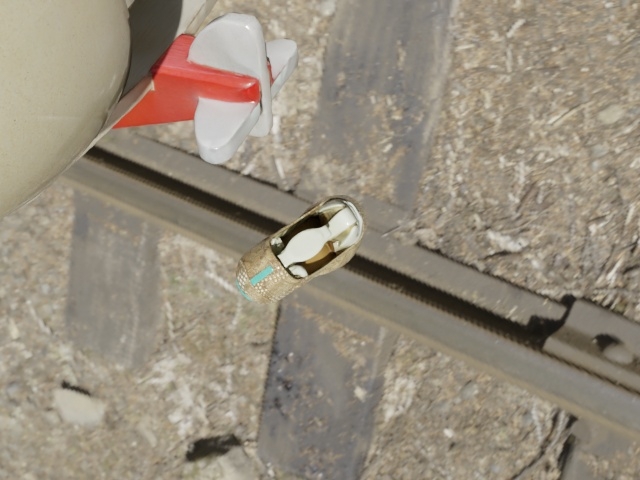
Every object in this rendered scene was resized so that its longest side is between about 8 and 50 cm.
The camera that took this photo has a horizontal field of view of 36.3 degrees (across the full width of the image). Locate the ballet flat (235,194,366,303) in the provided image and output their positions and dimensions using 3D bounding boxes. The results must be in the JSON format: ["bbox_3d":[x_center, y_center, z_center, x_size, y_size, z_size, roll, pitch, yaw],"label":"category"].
[{"bbox_3d":[0.000,0.000,0.977,0.073,0.206,0.067,52,134,-2],"label":"ballet flat"}]

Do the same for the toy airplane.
[{"bbox_3d":[-0.223,-0.213,1.053,0.385,0.386,0.272,-28,125,-2],"label":"toy airplane"}]

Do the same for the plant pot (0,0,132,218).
[{"bbox_3d":[-0.286,-0.099,0.627,0.284,0.190,0.284,6,137,6],"label":"plant pot"}]
